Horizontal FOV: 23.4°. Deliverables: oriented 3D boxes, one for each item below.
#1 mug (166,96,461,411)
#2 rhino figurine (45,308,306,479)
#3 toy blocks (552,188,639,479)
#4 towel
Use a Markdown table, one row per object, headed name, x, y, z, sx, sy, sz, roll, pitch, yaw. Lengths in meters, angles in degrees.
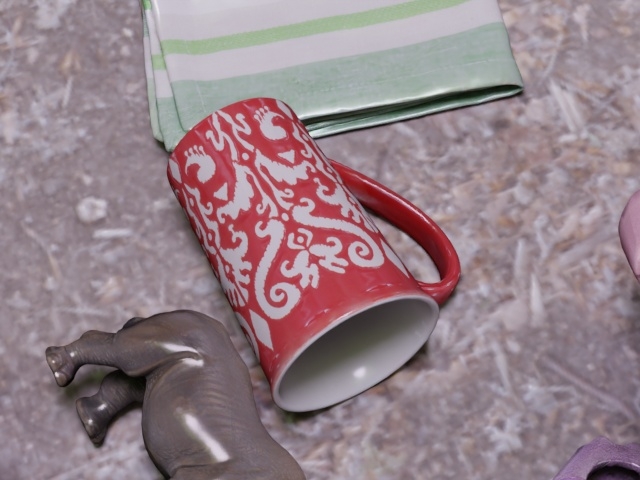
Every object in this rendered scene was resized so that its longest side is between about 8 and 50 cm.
| name | x | y | z | sx | sy | sz | roll | pitch | yaw |
| --- | --- | --- | --- | --- | --- | --- | --- | --- | --- |
| mug | -0.008 | 0.006 | 0.959 | 0.113 | 0.150 | 0.169 | -45 | 61 | 23 |
| rhino figurine | -0.064 | 0.146 | 0.902 | 0.106 | 0.073 | 0.243 | -27 | 69 | -5 |
| toy blocks | 0.298 | 0.041 | 0.878 | 0.288 | 0.309 | 0.260 | 12 | 34 | -4 |
| towel | -0.020 | -0.221 | 1.080 | 0.247 | 0.038 | 0.325 | -12 | 66 | -3 |
